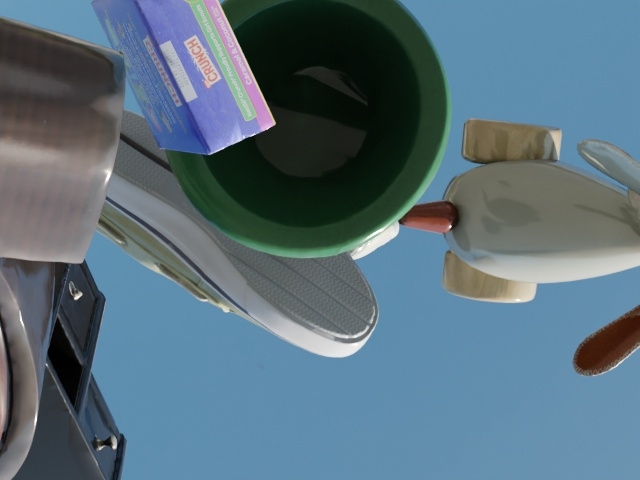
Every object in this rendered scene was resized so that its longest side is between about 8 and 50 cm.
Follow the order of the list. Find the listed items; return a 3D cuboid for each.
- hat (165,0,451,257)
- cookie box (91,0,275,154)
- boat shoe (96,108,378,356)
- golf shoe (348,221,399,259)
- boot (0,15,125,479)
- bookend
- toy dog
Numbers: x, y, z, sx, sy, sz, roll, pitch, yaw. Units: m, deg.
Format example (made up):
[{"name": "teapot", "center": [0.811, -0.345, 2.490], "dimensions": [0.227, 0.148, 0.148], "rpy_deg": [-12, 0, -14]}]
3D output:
[{"name": "hat", "center": [-0.009, -0.078, 0.833], "dimensions": [0.173, 0.183, 0.208], "rpy_deg": [39, -100, 0]}, {"name": "cookie box", "center": [-0.074, -0.093, 0.633], "dimensions": [0.040, 0.091, 0.107], "rpy_deg": [-28, -165, -15]}, {"name": "boat shoe", "center": [-0.087, 0.002, 1.043], "dimensions": [0.302, 0.094, 0.109], "rpy_deg": [37, -130, 4]}, {"name": "golf shoe", "center": [0.000, 0.000, 1.193], "dimensions": [0.176, 0.086, 0.069], "rpy_deg": [-3, -89, 48]}, {"name": "boot", "center": [-0.236, 0.006, 0.448], "dimensions": [0.264, 0.281, 0.096], "rpy_deg": [121, -28, -50]}, {"name": "bookend", "center": [-0.158, 0.081, 0.732], "dimensions": [0.072, 0.157, 0.156], "rpy_deg": [-12, -146, 7]}, {"name": "toy dog", "center": [0.192, -0.010, 0.932], "dimensions": [0.334, 0.161, 0.220], "rpy_deg": [-15, -95, 49]}]
